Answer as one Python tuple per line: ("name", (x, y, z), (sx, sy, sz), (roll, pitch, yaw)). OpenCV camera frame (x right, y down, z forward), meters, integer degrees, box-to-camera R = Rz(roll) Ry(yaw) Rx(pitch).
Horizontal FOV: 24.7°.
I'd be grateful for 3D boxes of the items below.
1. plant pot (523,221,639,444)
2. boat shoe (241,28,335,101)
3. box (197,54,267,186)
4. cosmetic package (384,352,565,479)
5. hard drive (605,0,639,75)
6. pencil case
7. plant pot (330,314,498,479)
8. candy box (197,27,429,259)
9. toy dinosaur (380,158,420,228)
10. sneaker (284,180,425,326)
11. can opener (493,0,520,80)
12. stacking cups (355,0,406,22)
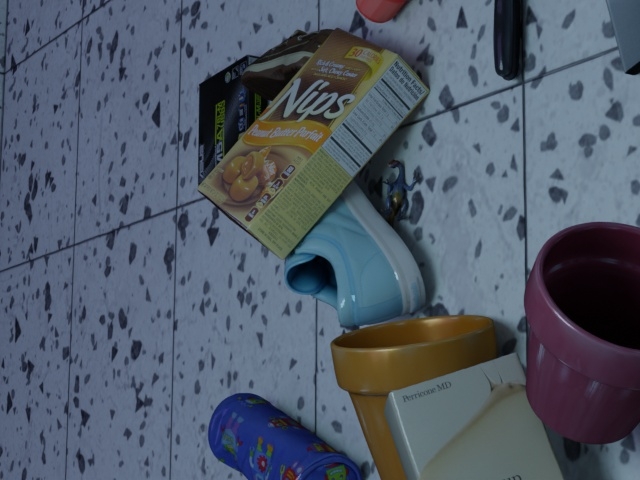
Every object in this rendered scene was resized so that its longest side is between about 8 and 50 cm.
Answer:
("plant pot", (0.301, 0.110, 1.543), (0.180, 0.201, 0.201), (103, 152, -42))
("boat shoe", (-0.035, -0.277, 2.274), (0.257, 0.095, 0.095), (1, 62, 60))
("box", (-0.150, -0.198, 2.475), (0.184, 0.045, 0.191), (-17, 69, 55))
("cosmetic package", (0.194, 0.300, 1.620), (0.113, 0.160, 0.309), (91, 160, -73))
("hard drive", (0.366, -0.267, 1.648), (0.094, 0.022, 0.135), (-39, 52, 49))
("pencil case", (-0.056, 0.329, 2.149), (0.306, 0.119, 0.133), (27, 109, 58))
("plant pot", (0.126, 0.204, 1.814), (0.205, 0.205, 0.188), (0, 100, 59))
("candy box", (-0.014, -0.141, 2.057), (0.316, 0.087, 0.183), (-50, 35, -3))
("toy dinosaur", (0.102, -0.069, 2.038), (0.090, 0.047, 0.082), (119, 162, -50))
("sneaker", (0.000, 0.000, 2.054), (0.366, 0.150, 0.135), (44, 146, 53))
("can opener", (0.234, -0.295, 1.847), (0.073, 0.059, 0.186), (-6, 88, 32))
("stacking cups", (0.149, -0.420, 1.989), (0.316, 0.096, 0.096), (-50, 45, 49))
